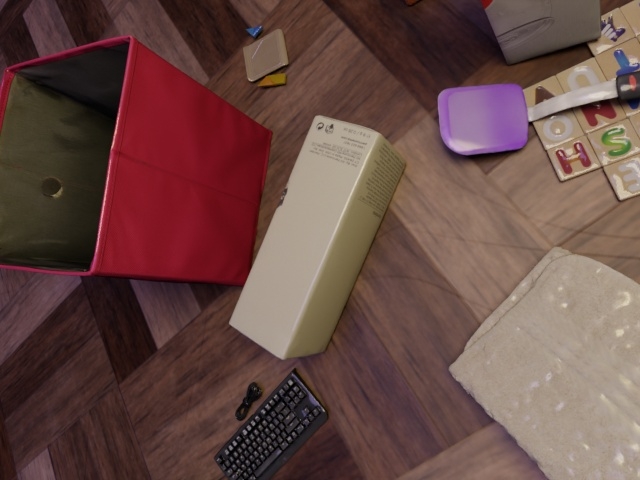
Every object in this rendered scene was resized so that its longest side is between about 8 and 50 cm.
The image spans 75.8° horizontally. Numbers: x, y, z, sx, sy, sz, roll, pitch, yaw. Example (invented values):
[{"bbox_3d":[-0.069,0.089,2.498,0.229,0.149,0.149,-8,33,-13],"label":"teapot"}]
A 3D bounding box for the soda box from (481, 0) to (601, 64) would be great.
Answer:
[{"bbox_3d":[0.180,-0.274,0.356,0.098,0.286,0.091,-4,79,34],"label":"soda box"}]

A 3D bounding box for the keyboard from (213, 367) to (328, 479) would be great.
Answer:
[{"bbox_3d":[-0.080,0.253,0.559,0.180,0.023,0.108,-49,64,11],"label":"keyboard"}]

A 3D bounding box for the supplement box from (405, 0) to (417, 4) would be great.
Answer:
[{"bbox_3d":[0.195,-0.392,0.492,0.234,0.080,0.078,-20,75,21],"label":"supplement box"}]

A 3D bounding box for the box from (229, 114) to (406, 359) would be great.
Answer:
[{"bbox_3d":[0.000,0.000,0.510,0.094,0.113,0.275,25,92,29],"label":"box"}]

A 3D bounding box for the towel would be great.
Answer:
[{"bbox_3d":[0.260,0.144,0.344,0.187,0.049,0.282,-52,43,12],"label":"towel"}]

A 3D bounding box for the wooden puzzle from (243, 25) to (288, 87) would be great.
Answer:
[{"bbox_3d":[-0.087,-0.294,0.658,0.079,0.014,0.116,-8,78,22],"label":"wooden puzzle"}]

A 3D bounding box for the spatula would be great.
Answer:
[{"bbox_3d":[0.277,-0.147,0.425,0.297,0.030,0.084,-5,80,26],"label":"spatula"}]

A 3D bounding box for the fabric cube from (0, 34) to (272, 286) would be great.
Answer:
[{"bbox_3d":[-0.256,-0.076,0.571,0.254,0.258,0.258,4,83,27],"label":"fabric cube"}]

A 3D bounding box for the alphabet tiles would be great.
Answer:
[{"bbox_3d":[0.345,-0.158,0.414,0.237,0.009,0.198,-22,72,22],"label":"alphabet tiles"}]
